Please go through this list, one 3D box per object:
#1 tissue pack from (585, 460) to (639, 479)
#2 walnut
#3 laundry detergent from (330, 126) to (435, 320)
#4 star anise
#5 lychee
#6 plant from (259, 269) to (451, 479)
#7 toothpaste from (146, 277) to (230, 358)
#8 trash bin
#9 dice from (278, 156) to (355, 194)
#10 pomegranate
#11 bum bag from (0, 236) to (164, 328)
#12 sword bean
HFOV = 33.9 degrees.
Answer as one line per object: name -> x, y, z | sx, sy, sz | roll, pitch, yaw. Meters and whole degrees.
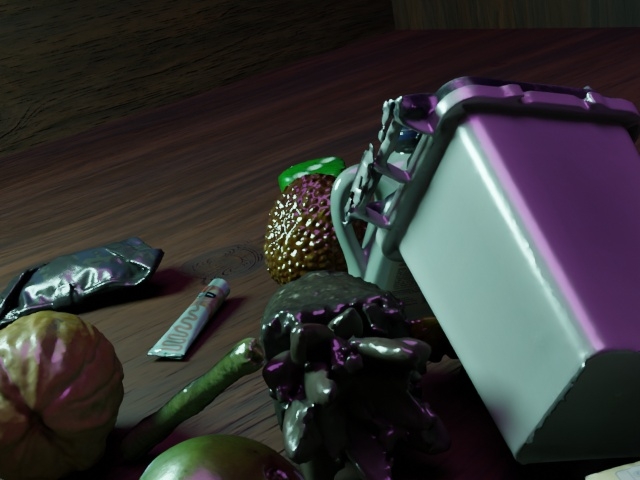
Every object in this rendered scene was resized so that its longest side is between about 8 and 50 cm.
tissue pack -> 0.310, 0.248, 0.815 | 0.148, 0.092, 0.196 | -11, 18, -4
walnut -> -0.321, 0.177, 1.207 | 0.213, 0.213, 0.213 | -9, 19, 3
laundry detergent -> 0.121, -0.037, 1.431 | 0.214, 0.281, 0.105 | -14, 21, -10
star anise -> 0.172, 0.127, 1.230 | 0.167, 0.057, 0.168 | 25, 12, -6
lychee -> 0.005, -0.001, 1.559 | 0.194, 0.195, 0.194 | -9, 19, 3
plant -> 0.025, 0.135, 1.129 | 0.181, 0.194, 0.321 | -17, 17, -7
toothpaste -> -0.186, 0.117, 1.534 | 0.056, 0.036, 0.205 | -1, 25, 20
trash bin -> 0.216, 0.027, 1.067 | 0.295, 0.256, 0.368 | 3, 45, -24
dice -> -0.001, -0.065, 1.805 | 0.120, 0.131, 0.128 | -14, 20, -5
pomegranate -> -0.098, 0.267, 0.891 | 0.209, 0.180, 0.180 | -42, 14, 14
bum bag -> -0.403, 0.067, 1.721 | 0.309, 0.074, 0.137 | -18, 32, -4
sword bean -> -0.138, 0.171, 1.127 | 0.269, 0.038, 0.043 | -40, 16, 40
